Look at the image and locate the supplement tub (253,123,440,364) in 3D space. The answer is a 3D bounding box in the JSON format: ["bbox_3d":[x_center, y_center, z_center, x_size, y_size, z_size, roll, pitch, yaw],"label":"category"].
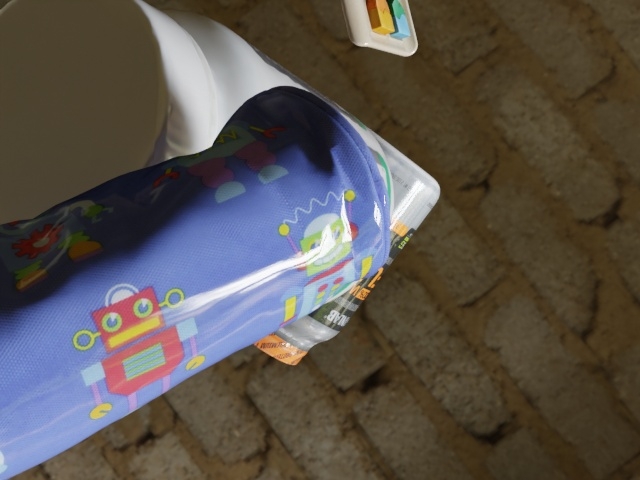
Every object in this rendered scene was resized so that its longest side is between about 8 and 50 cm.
[{"bbox_3d":[0.000,0.000,1.319,0.194,0.316,0.193,36,4,-3],"label":"supplement tub"}]

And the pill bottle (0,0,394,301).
[{"bbox_3d":[-0.093,-0.057,0.755,0.204,0.204,0.361,53,13,22],"label":"pill bottle"}]

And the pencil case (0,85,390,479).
[{"bbox_3d":[-0.115,0.026,0.486,0.133,0.306,0.119,34,-36,49],"label":"pencil case"}]

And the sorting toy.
[{"bbox_3d":[0.084,-0.376,1.442,0.208,0.038,0.193,-13,89,-61],"label":"sorting toy"}]
